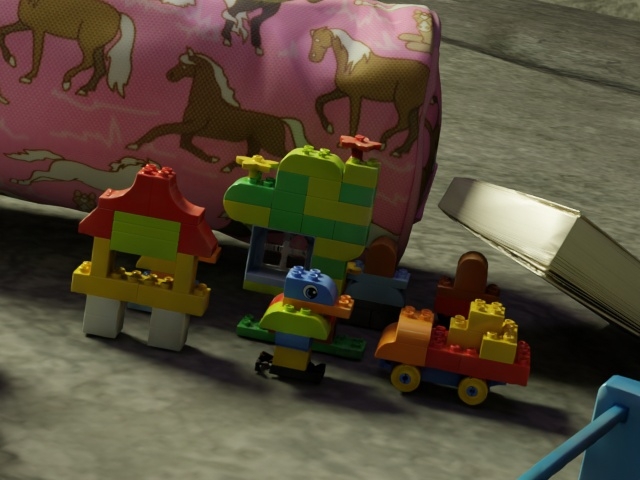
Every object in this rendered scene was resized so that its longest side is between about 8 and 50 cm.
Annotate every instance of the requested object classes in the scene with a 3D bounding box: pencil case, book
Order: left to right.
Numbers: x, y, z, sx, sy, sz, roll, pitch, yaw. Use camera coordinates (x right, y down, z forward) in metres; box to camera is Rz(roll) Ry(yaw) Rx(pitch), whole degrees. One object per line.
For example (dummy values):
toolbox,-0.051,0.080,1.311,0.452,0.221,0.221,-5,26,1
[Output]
pencil case,-0.121,-0.077,0.858,0.386,0.160,0.167,9,15,-1
book,0.137,0.018,0.802,0.144,0.035,0.096,31,0,-34

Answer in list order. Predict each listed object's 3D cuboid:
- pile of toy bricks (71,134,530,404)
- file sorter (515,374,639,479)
pile of toy bricks,0.000,0.000,0.750,0.212,0.105,0.118,11,15,4
file sorter,0.117,0.120,0.357,0.170,0.118,0.104,17,16,26
